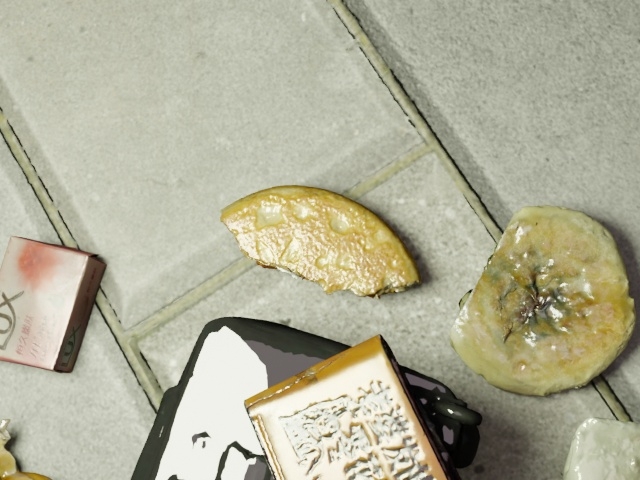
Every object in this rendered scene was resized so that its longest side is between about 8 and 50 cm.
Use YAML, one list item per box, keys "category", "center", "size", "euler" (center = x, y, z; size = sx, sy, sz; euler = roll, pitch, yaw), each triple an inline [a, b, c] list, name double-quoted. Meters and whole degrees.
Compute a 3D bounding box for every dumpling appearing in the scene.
- category: "dumpling"
  center: [0.331, 0.265, 1.015]
  size: [0.150, 0.092, 0.176]
  euler: [-16, 78, 8]

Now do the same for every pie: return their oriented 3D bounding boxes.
- category: "pie"
  center: [0.257, 0.073, 1.089]
  size: [0.185, 0.052, 0.218]
  euler: [26, 85, 7]

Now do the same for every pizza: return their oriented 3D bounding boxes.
- category: "pizza"
  center: [0.000, 0.002, 1.137]
  size: [0.246, 0.058, 0.127]
  euler: [8, 79, 8]

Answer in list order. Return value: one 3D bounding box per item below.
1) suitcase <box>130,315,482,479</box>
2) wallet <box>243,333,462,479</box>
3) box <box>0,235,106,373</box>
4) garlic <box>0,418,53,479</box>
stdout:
- category: "suitcase"
  center: [-0.030, 0.273, 1.019]
  size: [0.339, 0.188, 0.345]
  euler: [17, 83, 10]
- category: "wallet"
  center: [0.033, 0.204, 0.916]
  size: [0.161, 0.042, 0.195]
  euler: [-27, 73, 6]
- category: "box"
  center: [-0.337, 0.077, 1.172]
  size: [0.111, 0.060, 0.156]
  euler: [12, 80, 12]
- category: "garlic"
  center: [-0.400, 0.267, 1.075]
  size: [0.207, 0.256, 0.207]
  euler: [2, 36, -2]
